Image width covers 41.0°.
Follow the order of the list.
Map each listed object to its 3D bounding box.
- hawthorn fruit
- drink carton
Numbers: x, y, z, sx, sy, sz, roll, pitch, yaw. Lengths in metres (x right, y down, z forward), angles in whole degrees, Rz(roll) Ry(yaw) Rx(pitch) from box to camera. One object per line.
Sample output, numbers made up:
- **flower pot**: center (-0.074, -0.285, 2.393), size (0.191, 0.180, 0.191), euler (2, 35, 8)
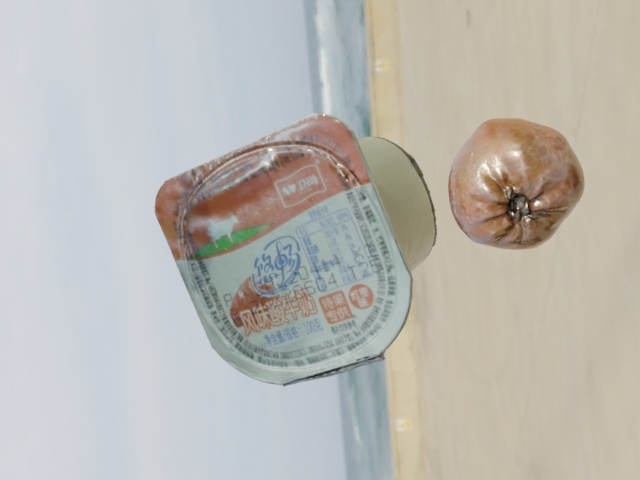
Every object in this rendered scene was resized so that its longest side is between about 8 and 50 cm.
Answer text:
- **hawthorn fruit**: center (0.098, -0.036, 0.446), size (0.103, 0.066, 0.067), euler (-78, -16, -67)
- **drink carton**: center (0.000, 0.000, 0.727), size (0.191, 0.185, 0.189), euler (66, -158, -3)
